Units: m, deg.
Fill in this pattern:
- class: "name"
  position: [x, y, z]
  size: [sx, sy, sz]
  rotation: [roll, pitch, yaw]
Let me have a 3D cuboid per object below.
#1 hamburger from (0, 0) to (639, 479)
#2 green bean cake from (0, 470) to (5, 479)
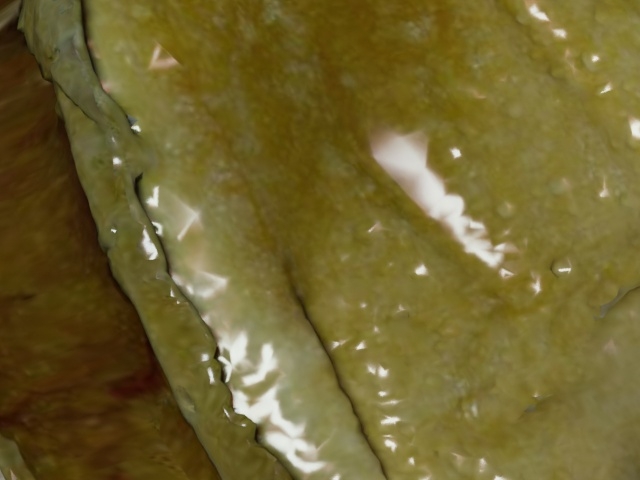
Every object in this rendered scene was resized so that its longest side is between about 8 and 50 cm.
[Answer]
- class: "hamburger"
  position: [0.000, 0.000, 0.494]
  size: [0.211, 0.132, 0.309]
  rotation: [-23, 77, -21]
- class: "green bean cake"
  position: [-0.147, 0.099, 0.558]
  size: [0.179, 0.109, 0.085]
  rotation: [9, 80, 16]
